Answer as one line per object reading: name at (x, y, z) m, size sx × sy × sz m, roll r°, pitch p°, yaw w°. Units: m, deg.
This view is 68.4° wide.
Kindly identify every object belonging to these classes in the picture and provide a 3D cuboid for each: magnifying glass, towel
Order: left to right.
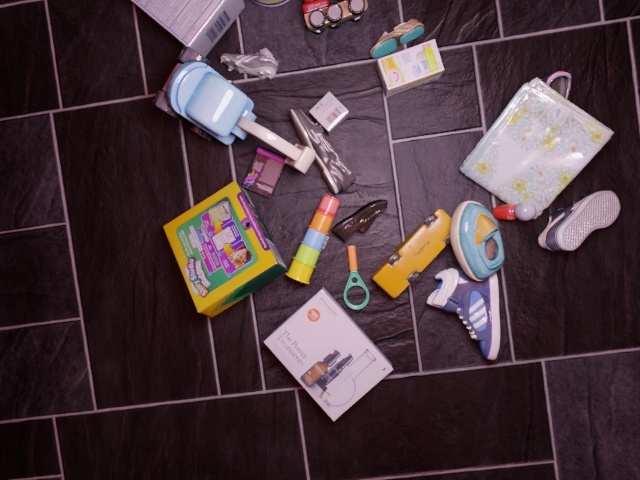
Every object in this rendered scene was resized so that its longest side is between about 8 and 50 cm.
magnifying glass at (0.123, 0.134, 1.698) m, size 0.092 × 0.026 × 0.231 m, roll -6°, pitch 91°, yaw 4°
towel at (0.699, -0.294, 1.555) m, size 0.320 × 0.090 × 0.375 m, roll 36°, pitch 120°, yaw 4°

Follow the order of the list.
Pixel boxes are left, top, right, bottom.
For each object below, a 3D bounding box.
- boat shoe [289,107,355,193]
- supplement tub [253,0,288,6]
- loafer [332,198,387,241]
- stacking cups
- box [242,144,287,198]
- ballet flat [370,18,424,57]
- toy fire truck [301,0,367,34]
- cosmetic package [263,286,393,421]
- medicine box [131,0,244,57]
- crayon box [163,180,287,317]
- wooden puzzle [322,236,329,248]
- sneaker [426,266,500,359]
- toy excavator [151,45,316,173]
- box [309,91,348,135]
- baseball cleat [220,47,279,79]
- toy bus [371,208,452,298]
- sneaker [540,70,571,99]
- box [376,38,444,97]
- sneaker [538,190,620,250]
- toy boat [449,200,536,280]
boat shoe at (0.007, -0.325, 1.655) m, size 0.095 × 0.112 × 0.335 m, roll -31°, pitch 95°, yaw -8°
supplement tub at (-0.184, -0.937, 1.534) m, size 0.228 × 0.316 × 0.229 m, roll 0°, pitch 92°, yaw 4°
loafer at (0.150, -0.071, 1.670) m, size 0.219 × 0.080 × 0.078 m, roll -31°, pitch 100°, yaw 9°
stacking cups at (-0.027, -0.010, 1.663) m, size 0.095 × 0.096 × 0.317 m, roll 21°, pitch 92°, yaw 3°
box at (-0.200, -0.247, 1.703) m, size 0.115 × 0.029 × 0.162 m, roll 24°, pitch 92°, yaw 3°
ballet flat at (0.260, -0.709, 1.649) m, size 0.206 × 0.073 × 0.067 m, roll -25°, pitch 63°, yaw 1°
toy fire truck at (0.028, -0.866, 1.623) m, size 0.216 × 0.158 × 0.247 m, roll -17°, pitch 101°, yaw 4°
cosmetic package at (0.028, 0.400, 1.680) m, size 0.284 × 0.097 × 0.377 m, roll -42°, pitch 89°, yaw 1°
medicine box at (-0.463, -0.837, 1.639) m, size 0.289 × 0.149 × 0.264 m, roll 40°, pitch 94°, yaw 2°
crayon box at (-0.334, 0.027, 1.622) m, size 0.312 × 0.106 × 0.363 m, roll -32°, pitch 65°, yaw 5°
wooden puzzle at (0.000, 0.000, 1.710) m, size 0.049 × 0.006 × 0.083 m, roll 25°, pitch 94°, yaw 3°
sneaker at (0.491, 0.251, 1.638) m, size 0.235 × 0.130 × 0.324 m, roll -1°, pitch 95°, yaw 12°
toy excavator at (-0.274, -0.396, 1.561) m, size 0.445 × 0.432 × 0.223 m, roll 37°, pitch 95°, yaw 41°
box at (0.031, -0.443, 1.652) m, size 0.101 × 0.087 × 0.102 m, roll -44°, pitch 88°, yaw 4°
baseball cleat at (-0.248, -0.644, 1.682) m, size 0.205 × 0.072 × 0.110 m, roll 20°, pitch 79°, yaw -2°
toy bus at (0.327, 0.044, 1.629) m, size 0.108 × 0.130 × 0.333 m, roll 43°, pitch 94°, yaw 2°
sneaker at (0.753, -0.413, 1.585) m, size 0.112 × 0.131 × 0.320 m, roll 13°, pitch 94°, yaw 3°
box at (0.305, -0.589, 1.622) m, size 0.202 × 0.103 × 0.114 m, roll -18°, pitch 90°, yaw 4°
sneaker at (0.873, -0.070, 1.604) m, size 0.320 × 0.127 × 0.126 m, roll -29°, pitch 96°, yaw -20°
toy boat at (0.563, -0.036, 1.539) m, size 0.318 × 0.148 × 0.268 m, roll -35°, pitch 108°, yaw -27°
